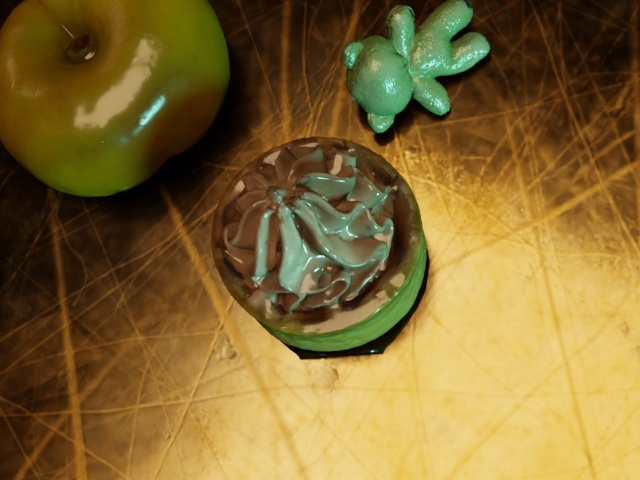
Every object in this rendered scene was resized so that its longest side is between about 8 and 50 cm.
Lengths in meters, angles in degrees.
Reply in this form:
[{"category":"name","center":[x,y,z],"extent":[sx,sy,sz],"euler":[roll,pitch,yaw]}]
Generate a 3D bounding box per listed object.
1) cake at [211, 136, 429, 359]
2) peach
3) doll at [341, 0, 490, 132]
[{"category":"cake","center":[0.000,0.000,0.838],"extent":[0.185,0.178,0.207],"euler":[-34,75,0]},{"category":"peach","center":[-0.214,-0.167,0.939],"extent":[0.251,0.153,0.251],"euler":[-9,60,16]},{"category":"doll","center":[0.091,-0.176,0.928],"extent":[0.150,0.077,0.115],"euler":[-27,110,-9]}]
